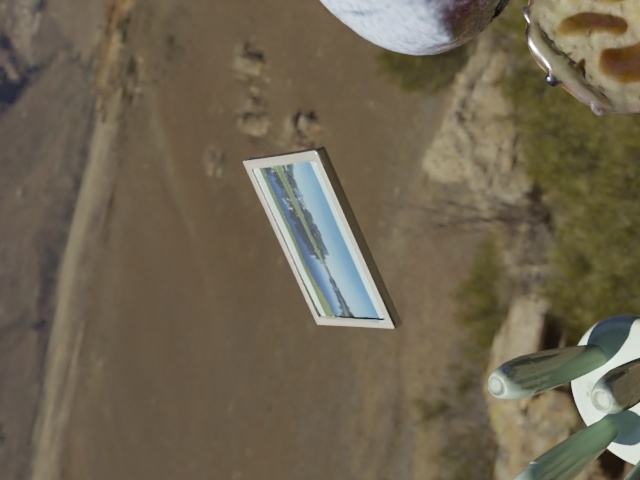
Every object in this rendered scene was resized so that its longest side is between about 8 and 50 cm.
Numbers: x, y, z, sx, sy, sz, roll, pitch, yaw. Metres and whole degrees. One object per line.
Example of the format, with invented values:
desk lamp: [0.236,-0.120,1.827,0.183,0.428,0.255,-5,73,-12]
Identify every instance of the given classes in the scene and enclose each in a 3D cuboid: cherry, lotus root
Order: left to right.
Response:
cherry: [0.094,-0.343,1.510,0.255,0.218,0.296,-34,73,32]
lotus root: [0.392,-0.314,1.726,0.250,0.316,0.316,-83,9,-76]

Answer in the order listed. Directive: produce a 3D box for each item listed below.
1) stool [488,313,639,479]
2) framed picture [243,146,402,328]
stool: [0.323,0.202,1.569,0.195,0.199,0.195,3,107,46]
framed picture: [0.000,0.000,1.047,0.109,0.011,0.149,-3,114,58]
